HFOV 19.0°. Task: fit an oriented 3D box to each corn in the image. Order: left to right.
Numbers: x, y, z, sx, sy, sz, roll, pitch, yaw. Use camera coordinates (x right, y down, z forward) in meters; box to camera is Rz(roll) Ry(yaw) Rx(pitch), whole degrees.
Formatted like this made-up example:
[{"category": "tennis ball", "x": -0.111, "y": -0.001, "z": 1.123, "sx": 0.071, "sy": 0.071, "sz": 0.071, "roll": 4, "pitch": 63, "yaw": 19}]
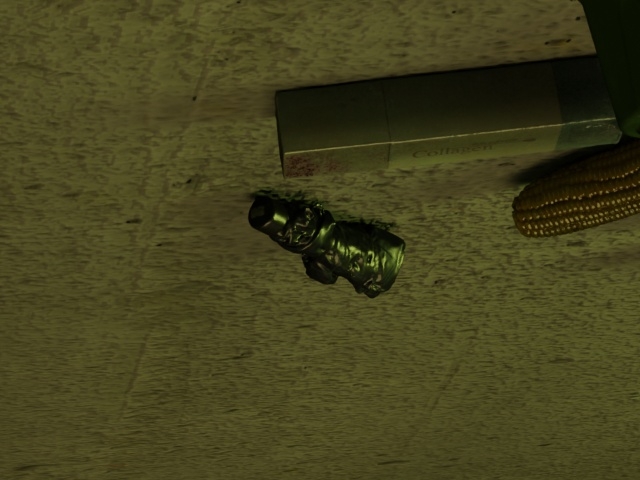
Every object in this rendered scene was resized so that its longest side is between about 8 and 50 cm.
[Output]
[{"category": "corn", "x": 0.301, "y": -0.059, "z": 1.967, "sx": 0.231, "sy": 0.080, "sz": 0.080, "roll": -17, "pitch": 158, "yaw": 29}]

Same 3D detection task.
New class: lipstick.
[{"category": "lipstick", "x": 0.119, "y": -0.113, "z": 1.760, "sx": 0.317, "sy": 0.068, "sz": 0.066, "roll": -6, "pitch": 160, "yaw": -3}]

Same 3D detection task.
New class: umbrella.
[{"category": "umbrella", "x": -0.002, "y": 0.001, "z": 2.037, "sx": 0.071, "sy": 0.080, "sz": 0.224, "roll": 21, "pitch": 178, "yaw": 40}]

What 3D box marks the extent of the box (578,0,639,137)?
[{"category": "box", "x": 0.373, "y": -0.194, "z": 1.479, "sx": 0.252, "sy": 0.178, "sz": 0.328, "roll": 7, "pitch": 155, "yaw": -32}]
